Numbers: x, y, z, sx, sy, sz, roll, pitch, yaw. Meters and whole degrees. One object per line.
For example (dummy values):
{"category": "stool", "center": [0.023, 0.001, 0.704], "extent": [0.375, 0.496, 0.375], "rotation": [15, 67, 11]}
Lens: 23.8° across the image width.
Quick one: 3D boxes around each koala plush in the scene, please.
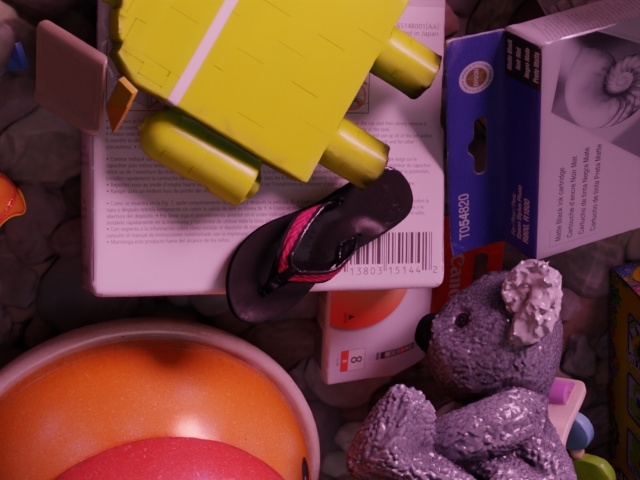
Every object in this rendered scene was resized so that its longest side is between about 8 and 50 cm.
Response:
{"category": "koala plush", "center": [0.148, 0.127, 1.317], "extent": [0.203, 0.196, 0.221], "rotation": [18, 76, 2]}

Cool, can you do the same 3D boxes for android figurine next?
{"category": "android figurine", "center": [-0.047, -0.157, 1.156], "extent": [0.273, 0.056, 0.248], "rotation": [28, 88, -17]}

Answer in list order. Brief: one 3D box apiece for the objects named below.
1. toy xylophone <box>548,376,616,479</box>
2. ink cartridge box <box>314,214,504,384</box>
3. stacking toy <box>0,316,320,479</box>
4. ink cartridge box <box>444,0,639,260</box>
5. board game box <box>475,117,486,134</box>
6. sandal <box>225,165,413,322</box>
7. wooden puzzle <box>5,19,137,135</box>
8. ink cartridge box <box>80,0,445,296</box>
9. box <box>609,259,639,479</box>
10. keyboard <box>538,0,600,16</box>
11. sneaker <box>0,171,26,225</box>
{"category": "toy xylophone", "center": [0.250, 0.279, 1.449], "extent": [0.081, 0.236, 0.322], "rotation": [-44, 132, -39]}
{"category": "ink cartridge box", "center": [0.086, 0.052, 1.369], "extent": [0.179, 0.045, 0.145], "rotation": [-5, 120, -13]}
{"category": "stacking toy", "center": [-0.114, 0.314, 1.186], "extent": [0.351, 0.480, 0.350], "rotation": [-8, 121, -14]}
{"category": "ink cartridge box", "center": [0.214, -0.090, 1.253], "extent": [0.224, 0.045, 0.223], "rotation": [-17, 130, -13]}
{"category": "board game box", "center": [0.223, -0.108, 1.322], "extent": [0.141, 0.048, 0.170], "rotation": [-40, 123, 8]}
{"category": "sandal", "center": [0.000, 0.000, 1.200], "extent": [0.179, 0.040, 0.067], "rotation": [-35, 106, -12]}
{"category": "wooden puzzle", "center": [-0.186, -0.122, 1.141], "extent": [0.014, 0.116, 0.078], "rotation": [-39, 160, -44]}
{"category": "ink cartridge box", "center": [-0.044, -0.089, 1.232], "extent": [0.296, 0.066, 0.261], "rotation": [-1, 95, -19]}
{"category": "box", "center": [0.447, 0.148, 1.466], "extent": [0.290, 0.177, 0.279], "rotation": [-13, 121, -12]}
{"category": "keyboard", "center": [0.180, -0.253, 1.213], "extent": [0.072, 0.014, 0.256], "rotation": [-32, 111, 4]}
{"category": "sneaker", "center": [-0.303, 0.017, 1.206], "extent": [0.175, 0.064, 0.067], "rotation": [-41, 133, 10]}
